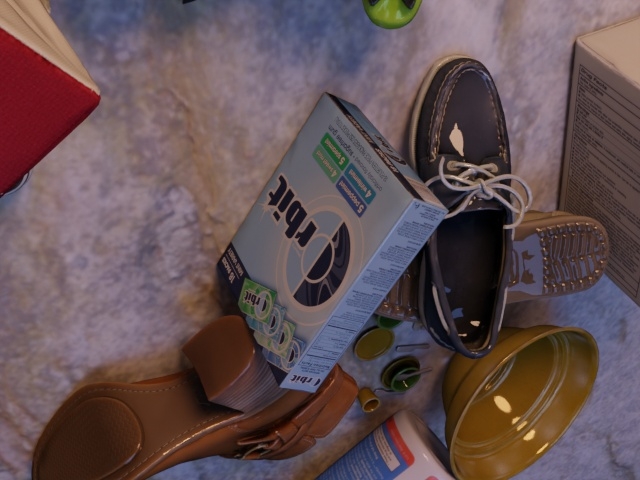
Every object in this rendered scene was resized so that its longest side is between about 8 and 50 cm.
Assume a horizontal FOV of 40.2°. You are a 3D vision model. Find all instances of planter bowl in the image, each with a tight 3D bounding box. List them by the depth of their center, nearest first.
[{"bbox_3d":[0.205,0.166,0.993,0.217,0.090,0.217,-20,129,-26],"label":"planter bowl"}]

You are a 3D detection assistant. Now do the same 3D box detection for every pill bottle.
[{"bbox_3d":[0.051,0.309,1.013,0.221,0.124,0.124,-40,135,7],"label":"pill bottle"}]

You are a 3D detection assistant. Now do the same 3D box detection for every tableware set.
[{"bbox_3d":[0.081,0.125,0.944,0.104,0.024,0.154,1,126,-30],"label":"tableware set"}]

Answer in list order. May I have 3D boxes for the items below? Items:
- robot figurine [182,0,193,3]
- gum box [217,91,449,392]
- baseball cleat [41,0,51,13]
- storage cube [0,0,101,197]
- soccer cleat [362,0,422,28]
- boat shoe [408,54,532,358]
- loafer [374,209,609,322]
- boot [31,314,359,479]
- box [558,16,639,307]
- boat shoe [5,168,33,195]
[{"bbox_3d":[-0.033,-0.238,0.492,0.291,0.085,0.211,-13,133,0],"label":"robot figurine"},{"bbox_3d":[0.000,0.000,0.698,0.041,0.157,0.184,17,116,-38],"label":"gum box"},{"bbox_3d":[-0.247,-0.165,0.481,0.109,0.072,0.206,-33,132,9],"label":"baseball cleat"},{"bbox_3d":[-0.243,-0.087,0.344,0.193,0.184,0.215,-40,149,8],"label":"storage cube"},{"bbox_3d":[0.059,-0.238,0.605,0.060,0.072,0.179,11,105,0],"label":"soccer cleat"},{"bbox_3d":[0.122,-0.027,0.737,0.095,0.079,0.255,2,99,-12],"label":"boat shoe"},{"bbox_3d":[0.137,0.018,0.837,0.268,0.092,0.102,-1,99,-11],"label":"loafer"},{"bbox_3d":[-0.112,0.178,0.841,0.283,0.109,0.220,-39,148,10],"label":"boot"},{"bbox_3d":[0.323,-0.077,0.821,0.126,0.149,0.232,-21,135,-13],"label":"box"},{"bbox_3d":[-0.280,-0.067,0.543,0.219,0.070,0.078,22,114,-40],"label":"boat shoe"}]
